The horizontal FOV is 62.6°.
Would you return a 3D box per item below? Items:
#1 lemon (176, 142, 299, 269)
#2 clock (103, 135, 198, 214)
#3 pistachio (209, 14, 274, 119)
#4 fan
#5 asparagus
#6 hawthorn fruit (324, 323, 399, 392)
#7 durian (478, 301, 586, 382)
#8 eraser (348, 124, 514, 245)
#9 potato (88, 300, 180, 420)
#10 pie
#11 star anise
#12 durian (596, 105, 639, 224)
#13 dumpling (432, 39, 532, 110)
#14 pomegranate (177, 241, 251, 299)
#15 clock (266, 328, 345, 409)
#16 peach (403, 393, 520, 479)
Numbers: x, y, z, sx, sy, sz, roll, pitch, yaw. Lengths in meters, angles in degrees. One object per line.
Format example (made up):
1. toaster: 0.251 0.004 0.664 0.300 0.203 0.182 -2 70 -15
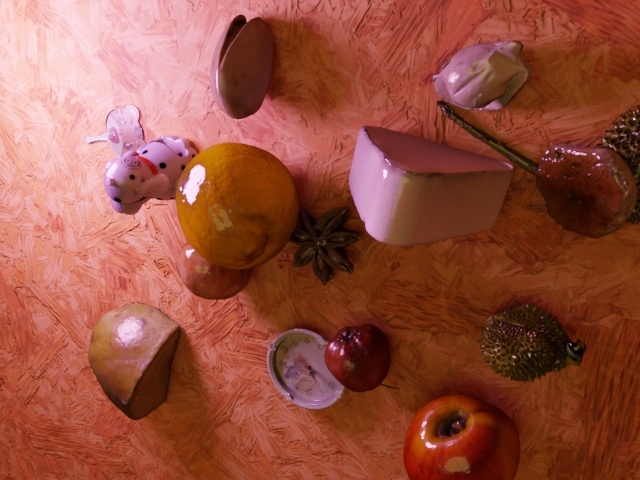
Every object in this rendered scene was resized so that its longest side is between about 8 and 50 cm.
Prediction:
1. lemon: -0.189 -0.080 1.210 0.297 0.297 0.297 8 110 23
2. clock: -0.442 -0.159 1.334 0.189 0.254 0.188 11 116 23
3. pistachio: -0.181 -0.394 1.197 0.138 0.153 0.237 11 84 12
4. fan: -0.585 -0.296 1.492 0.227 0.008 0.152 -3 106 25
5. asparagus: 0.338 -0.212 1.076 0.248 0.024 0.025 37 76 10
6. hawthorn fruit: 0.105 0.309 1.294 0.163 0.162 0.203 -12 112 28
7. durian: 0.431 0.214 1.103 0.198 0.159 0.146 -7 136 0
8. eraser: 0.181 -0.103 1.023 0.331 0.331 0.149 21 115 18
9. potato: -0.615 0.359 1.608 0.280 0.213 0.330 26 114 15
10. pie: 0.487 -0.091 0.977 0.195 0.046 0.195 48 151 39
11. star anise: 0.006 0.015 1.279 0.212 0.073 0.196 0 103 28
12. durian: 0.568 -0.141 0.952 0.137 0.095 0.220 21 109 18
13. dumpling: 0.312 -0.309 1.009 0.136 0.118 0.199 52 149 -15
14. pomegranate: -0.274 0.068 1.368 0.191 0.191 0.191 8 110 23
15. clock: -0.033 0.339 1.415 0.237 0.053 0.236 7 107 22
16. peach: 0.322 0.484 1.197 0.281 0.238 0.280 -8 124 -12
